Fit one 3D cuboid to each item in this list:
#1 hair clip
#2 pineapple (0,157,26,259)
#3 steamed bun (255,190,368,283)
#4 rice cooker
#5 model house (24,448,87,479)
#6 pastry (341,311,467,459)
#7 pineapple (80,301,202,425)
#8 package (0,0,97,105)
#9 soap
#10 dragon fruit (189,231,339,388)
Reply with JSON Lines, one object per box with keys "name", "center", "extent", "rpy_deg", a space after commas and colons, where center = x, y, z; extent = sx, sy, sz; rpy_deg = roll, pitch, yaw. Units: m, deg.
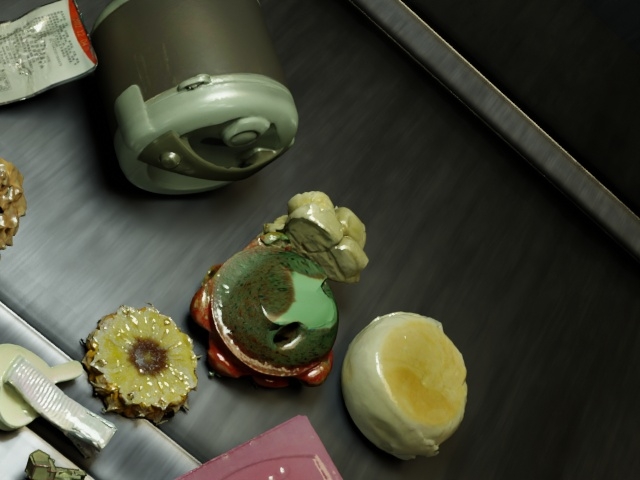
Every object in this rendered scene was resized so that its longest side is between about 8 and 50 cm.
{"name": "hair clip", "center": [-0.396, 0.223, 1.670], "extent": [0.218, 0.071, 0.159], "rpy_deg": [41, 42, -16]}
{"name": "pineapple", "center": [-0.555, 0.034, 1.593], "extent": [0.223, 0.223, 0.357], "rpy_deg": [26, 57, -22]}
{"name": "steamed bun", "center": [0.000, 0.000, 2.051], "extent": [0.192, 0.177, 0.106], "rpy_deg": [40, 50, -8]}
{"name": "rice cooker", "center": [-0.213, -0.248, 1.953], "extent": [0.335, 0.335, 0.325], "rpy_deg": [-3, 64, -39]}
{"name": "model house", "center": [-0.378, 0.327, 1.622], "extent": [0.083, 0.057, 0.058], "rpy_deg": [13, 15, -29]}
{"name": "pastry", "center": [0.150, 0.253, 2.028], "extent": [0.264, 0.133, 0.265], "rpy_deg": [20, 51, -28]}
{"name": "pineapple", "center": [-0.272, 0.189, 1.806], "extent": [0.221, 0.047, 0.221], "rpy_deg": [21, 49, -26]}
{"name": "package", "center": [-0.493, -0.305, 1.906], "extent": [0.232, 0.040, 0.166], "rpy_deg": [-21, 67, -7]}
{"name": "soap", "center": [-0.118, 0.433, 1.704], "extent": [0.359, 0.128, 0.233], "rpy_deg": [-21, 76, -43]}
{"name": "dragon fruit", "center": [-0.077, 0.124, 1.945], "extent": [0.295, 0.130, 0.268], "rpy_deg": [-2, 59, -40]}
